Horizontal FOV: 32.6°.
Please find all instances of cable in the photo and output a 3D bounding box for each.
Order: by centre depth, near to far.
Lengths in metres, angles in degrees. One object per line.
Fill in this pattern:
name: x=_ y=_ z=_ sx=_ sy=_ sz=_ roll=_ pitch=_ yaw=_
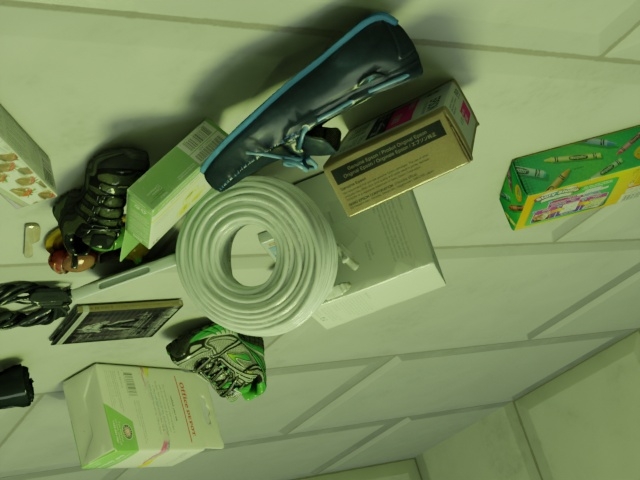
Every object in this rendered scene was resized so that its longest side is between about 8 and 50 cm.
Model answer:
cable: x=-0.103 y=0.026 z=1.723 sx=0.257 sy=0.257 sz=0.089 roll=-37 pitch=172 yaw=15
cable: x=-0.531 y=0.118 z=1.927 sx=0.184 sy=0.047 sz=0.150 roll=-4 pitch=160 yaw=-36

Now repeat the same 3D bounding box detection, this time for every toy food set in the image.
toy food set: x=-0.370 y=0.022 z=1.768 sx=0.218 sy=0.071 sz=0.128 roll=-5 pitch=155 yaw=-27

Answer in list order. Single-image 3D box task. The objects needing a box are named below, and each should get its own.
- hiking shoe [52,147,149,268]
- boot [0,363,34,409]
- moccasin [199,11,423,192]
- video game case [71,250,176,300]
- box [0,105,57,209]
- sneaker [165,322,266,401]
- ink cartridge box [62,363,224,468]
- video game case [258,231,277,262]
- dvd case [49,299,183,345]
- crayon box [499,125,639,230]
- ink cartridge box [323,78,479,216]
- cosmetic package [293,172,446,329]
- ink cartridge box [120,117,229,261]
hiking shoe: x=-0.308 y=-0.047 z=1.592 sx=0.086 sy=0.114 sz=0.227 roll=1 pitch=152 yaw=-40
boot: x=-0.675 y=0.289 z=2.141 sx=0.207 sy=0.094 sz=0.246 roll=-11 pitch=164 yaw=-7
moccasin: x=-0.015 y=-0.157 z=1.446 sx=0.342 sy=0.117 sz=0.138 roll=-37 pitch=-173 yaw=26
video game case: x=-0.310 y=0.053 z=1.852 sx=0.183 sy=0.023 sz=0.201 roll=-19 pitch=-178 yaw=4
box: x=-0.421 y=-0.132 z=1.371 sx=0.063 sy=0.067 sz=0.324 roll=-18 pitch=159 yaw=2
sneaker: x=-0.207 y=0.268 z=2.382 sx=0.134 sy=0.146 sz=0.343 roll=-26 pitch=156 yaw=21
ink cartridge box: x=-0.394 y=0.401 z=2.474 sx=0.119 sy=0.207 sz=0.353 roll=-32 pitch=154 yaw=28
video game case: x=0.000 y=0.000 z=2.060 sx=0.193 sy=0.023 sz=0.212 roll=-19 pitch=158 yaw=5
dvd case: x=-0.402 y=0.161 z=2.150 sx=0.221 sy=0.018 sz=0.164 roll=-2 pitch=155 yaw=-35
crayon box: x=0.492 y=-0.117 z=2.072 sx=0.278 sy=0.081 sz=0.165 roll=-15 pitch=158 yaw=-6
ink cartridge box: x=0.122 y=-0.139 z=1.587 sx=0.193 sy=0.088 sz=0.234 roll=-26 pitch=-168 yaw=17
cosmetic package: x=0.065 y=-0.002 z=1.832 sx=0.225 sy=0.224 sz=0.138 roll=-21 pitch=158 yaw=10
ink cartridge box: x=-0.216 y=-0.057 z=1.609 sx=0.171 sy=0.056 sz=0.235 roll=-47 pitch=170 yaw=-28
